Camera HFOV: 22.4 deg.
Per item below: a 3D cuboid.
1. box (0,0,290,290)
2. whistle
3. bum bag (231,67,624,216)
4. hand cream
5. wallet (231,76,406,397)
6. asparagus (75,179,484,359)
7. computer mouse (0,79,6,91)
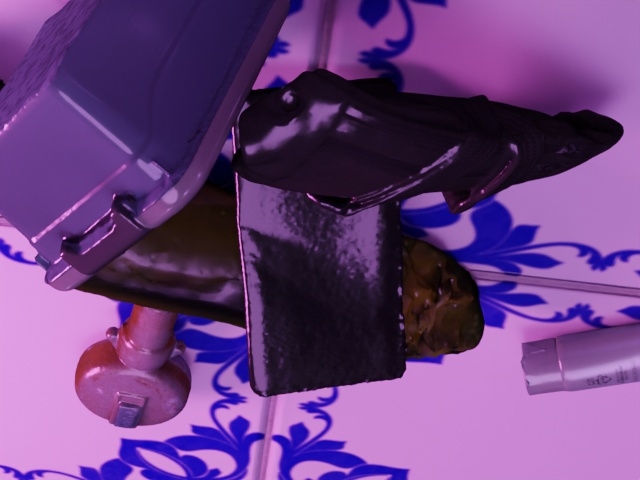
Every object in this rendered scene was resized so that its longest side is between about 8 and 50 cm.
[{"bbox_3d":[-0.123,-0.090,1.041,0.130,0.227,0.162,40,134,-19],"label":"box"},{"bbox_3d":[-0.161,0.108,1.452,0.107,0.057,0.220,13,142,-10],"label":"whistle"},{"bbox_3d":[0.067,-0.058,1.083,0.326,0.080,0.142,2,165,-43],"label":"bum bag"},{"bbox_3d":[0.276,0.096,1.392,0.205,0.050,0.078,-9,132,11],"label":"hand cream"},{"bbox_3d":[0.000,0.000,1.198,0.124,0.025,0.244,-8,115,-10],"label":"wallet"},{"bbox_3d":[-0.024,0.023,1.278,0.382,0.108,0.128,15,148,-17],"label":"asparagus"},{"bbox_3d":[-0.286,-0.080,1.191,0.217,0.073,0.122,-13,138,34],"label":"computer mouse"}]
